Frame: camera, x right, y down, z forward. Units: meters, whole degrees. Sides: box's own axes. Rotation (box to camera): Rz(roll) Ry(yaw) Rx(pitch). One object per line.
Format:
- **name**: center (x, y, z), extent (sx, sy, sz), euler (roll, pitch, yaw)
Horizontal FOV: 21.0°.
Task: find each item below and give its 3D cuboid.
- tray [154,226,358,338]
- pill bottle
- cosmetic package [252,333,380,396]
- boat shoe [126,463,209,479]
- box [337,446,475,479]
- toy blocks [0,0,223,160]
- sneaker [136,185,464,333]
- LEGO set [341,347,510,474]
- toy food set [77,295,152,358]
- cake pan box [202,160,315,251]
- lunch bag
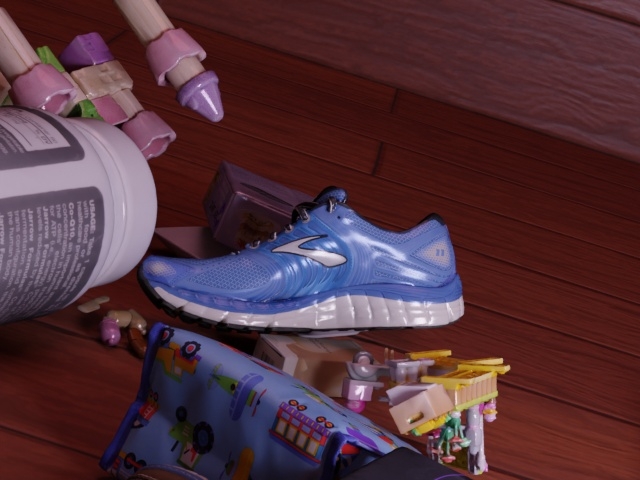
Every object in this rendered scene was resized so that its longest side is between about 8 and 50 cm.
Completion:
- **tray**: center (-0.057, 0.049, 1.932), extent (0.270, 0.030, 0.145), euler (30, 19, 38)
- **pill bottle**: center (-0.318, -0.019, 1.572), extent (0.204, 0.204, 0.361), euler (25, 18, 25)
- **cosmetic package**: center (-0.005, 0.125, 1.710), extent (0.115, 0.041, 0.060), euler (6, 19, -35)
- **boat shoe**: center (-0.094, 0.221, 1.255), extent (0.066, 0.066, 0.183), euler (-3, 25, -47)
- **box**: center (0.042, 0.258, 1.131), extent (0.165, 0.143, 0.270), euler (23, 18, 25)
- **toy blocks**: center (-0.278, -0.092, 1.932), extent (0.260, 0.309, 0.288), euler (54, 38, 8)
- **sneaker**: center (-0.022, 0.021, 1.744), extent (0.330, 0.147, 0.130), euler (-1, -4, -11)
- **LEGO set**: center (0.104, 0.163, 1.527), extent (0.132, 0.107, 0.287), euler (-2, 4, -8)
- **toy food set**: center (-0.177, 0.096, 1.676), extent (0.122, 0.019, 0.078), euler (30, 19, 15)
- **cake pan box**: center (0.000, 0.000, 1.982), extent (0.267, 0.070, 0.246), euler (23, 9, -12)
- **lunch bag**: center (0.009, 0.183, 1.417), extent (0.221, 0.138, 0.293), euler (28, 9, 39)
